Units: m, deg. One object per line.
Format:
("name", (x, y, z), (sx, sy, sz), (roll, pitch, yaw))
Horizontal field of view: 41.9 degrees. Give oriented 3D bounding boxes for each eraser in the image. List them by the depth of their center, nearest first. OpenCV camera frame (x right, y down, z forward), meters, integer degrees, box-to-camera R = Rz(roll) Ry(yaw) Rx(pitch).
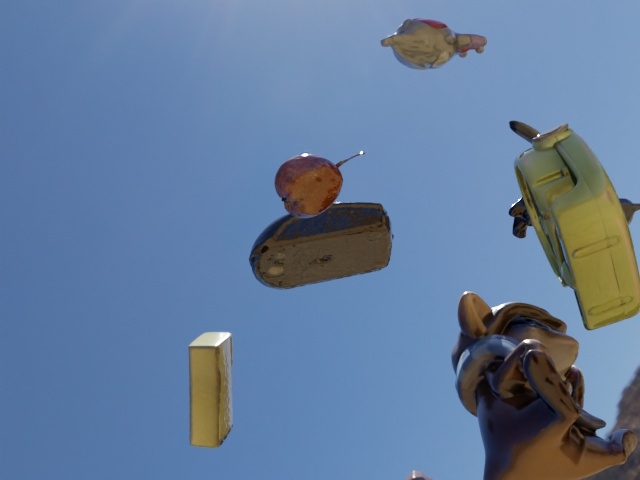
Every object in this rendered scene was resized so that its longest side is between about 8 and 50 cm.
("eraser", (-0.183, 0.248, 1.399), (0.117, 0.058, 0.172), (-47, -42, -82))

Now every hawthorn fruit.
("hawthorn fruit", (0.000, -0.068, 0.848), (0.103, 0.066, 0.067), (-41, -36, -20))

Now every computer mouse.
("computer mouse", (0.000, 0.000, 1.543), (0.269, 0.100, 0.170), (-10, -33, -1))

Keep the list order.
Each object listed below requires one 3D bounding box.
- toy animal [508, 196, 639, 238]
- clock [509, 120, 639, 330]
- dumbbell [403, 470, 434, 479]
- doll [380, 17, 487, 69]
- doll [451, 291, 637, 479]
("toy animal", (0.405, -0.030, 1.298), (0.121, 0.210, 0.117), (-48, -53, -11))
("clock", (0.250, -0.035, 0.854), (0.069, 0.232, 0.170), (-22, -54, 9))
("dumbbell", (0.120, 0.500, 1.430), (0.231, 0.092, 0.082), (-47, -33, 5))
("doll", (0.166, -0.296, 1.261), (0.227, 0.102, 0.075), (-12, -86, -48))
("doll", (0.297, 0.217, 1.154), (0.209, 0.340, 0.318), (-12, -64, 3))
